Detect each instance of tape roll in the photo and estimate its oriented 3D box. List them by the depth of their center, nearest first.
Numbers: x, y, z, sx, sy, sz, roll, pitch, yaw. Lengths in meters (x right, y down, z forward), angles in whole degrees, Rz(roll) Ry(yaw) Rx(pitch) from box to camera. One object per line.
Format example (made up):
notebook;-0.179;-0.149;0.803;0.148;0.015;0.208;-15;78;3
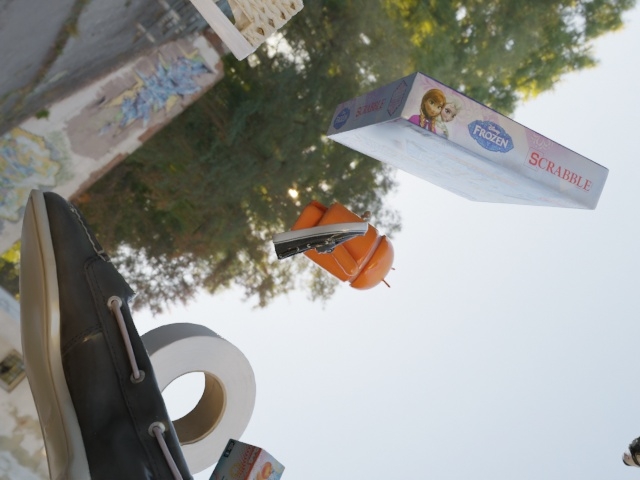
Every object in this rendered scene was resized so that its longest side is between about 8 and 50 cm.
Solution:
tape roll;-0.272;0.309;1.073;0.286;0.286;0.100;-48;-147;-18

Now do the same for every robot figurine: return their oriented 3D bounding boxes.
robot figurine;0.050;0.014;1.066;0.128;0.219;0.158;-56;-179;-19

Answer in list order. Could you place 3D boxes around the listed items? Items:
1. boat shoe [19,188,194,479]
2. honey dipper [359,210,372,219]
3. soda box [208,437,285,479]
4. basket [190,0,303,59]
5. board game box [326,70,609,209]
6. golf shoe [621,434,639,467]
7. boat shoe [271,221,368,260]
boat shoe;-0.178;0.108;0.449;0.112;0.095;0.335;-44;-123;41
honey dipper;0.051;-0.033;1.213;0.160;0.030;0.030;-25;-153;44
soda box;-0.115;0.336;0.649;0.062;0.058;0.183;-1;-133;39
basket;-0.093;-0.322;0.664;0.103;0.113;0.167;-28;-136;18
board game box;0.202;-0.139;0.851;0.066;0.318;0.318;-69;-162;0
golf shoe;0.543;0.321;0.831;0.086;0.186;0.068;120;-23;-44
boat shoe;0.000;0.000;0.784;0.142;0.040;0.049;-9;179;15
